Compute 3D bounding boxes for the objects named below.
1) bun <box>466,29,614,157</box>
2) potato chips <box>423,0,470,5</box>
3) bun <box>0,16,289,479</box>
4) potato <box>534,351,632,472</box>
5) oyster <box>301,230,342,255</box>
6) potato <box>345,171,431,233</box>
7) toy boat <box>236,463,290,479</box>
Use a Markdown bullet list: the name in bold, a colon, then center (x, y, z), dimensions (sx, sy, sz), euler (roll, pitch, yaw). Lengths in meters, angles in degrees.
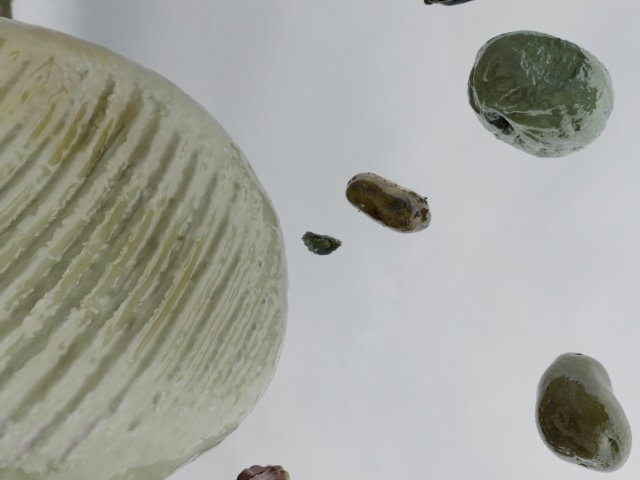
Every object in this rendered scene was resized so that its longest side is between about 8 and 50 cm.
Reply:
- **bun**: center (0.296, -0.190, 0.689), dimensions (0.221, 0.221, 0.108), euler (30, -88, 48)
- **potato chips**: center (0.370, -0.531, 0.844), dimensions (0.429, 0.070, 0.359), euler (-10, -139, 38)
- **bun**: center (-0.206, 0.027, 0.372), dimensions (0.219, 0.365, 0.365), euler (-23, -105, 46)
- **potato**: center (0.453, 0.290, 0.852), dimensions (0.157, 0.157, 0.194), euler (-24, -142, 51)
- **oyster**: center (0.000, 0.000, 1.431), dimensions (0.100, 0.037, 0.098), euler (42, -49, -12)
- **potato**: center (0.060, -0.033, 0.438), dimensions (0.083, 0.051, 0.040), euler (26, -78, 10)
- **toy boat**: center (-0.043, 0.305, 0.382), dimensions (0.318, 0.140, 0.099), euler (-112, -179, -56)
